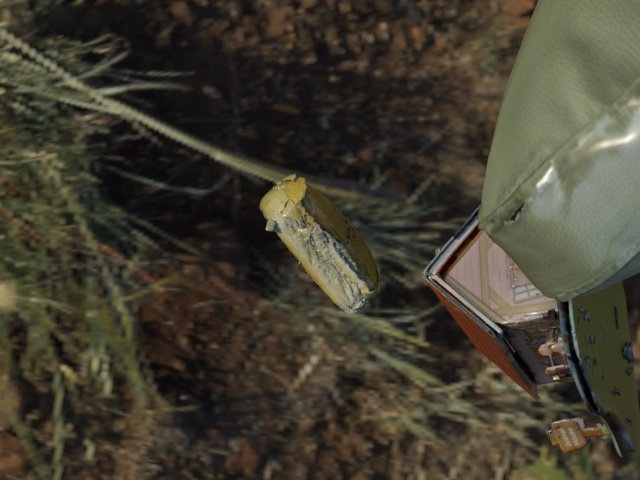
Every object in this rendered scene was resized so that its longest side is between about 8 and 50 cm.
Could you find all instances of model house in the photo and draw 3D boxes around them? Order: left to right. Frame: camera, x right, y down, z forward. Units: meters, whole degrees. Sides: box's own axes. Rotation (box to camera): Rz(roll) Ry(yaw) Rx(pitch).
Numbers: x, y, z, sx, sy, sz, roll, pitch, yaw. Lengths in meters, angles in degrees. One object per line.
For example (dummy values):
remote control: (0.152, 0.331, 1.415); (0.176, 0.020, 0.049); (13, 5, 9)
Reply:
model house: (0.196, 0.085, 1.538); (0.294, 0.154, 0.207); (48, 37, -58)

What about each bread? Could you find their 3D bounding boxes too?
bread: (0.000, 0.000, 1.202); (0.053, 0.072, 0.106); (-38, 101, 0)

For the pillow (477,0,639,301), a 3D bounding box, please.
pillow: (0.176, -0.123, 0.595); (0.120, 0.255, 0.322); (42, 26, -3)
